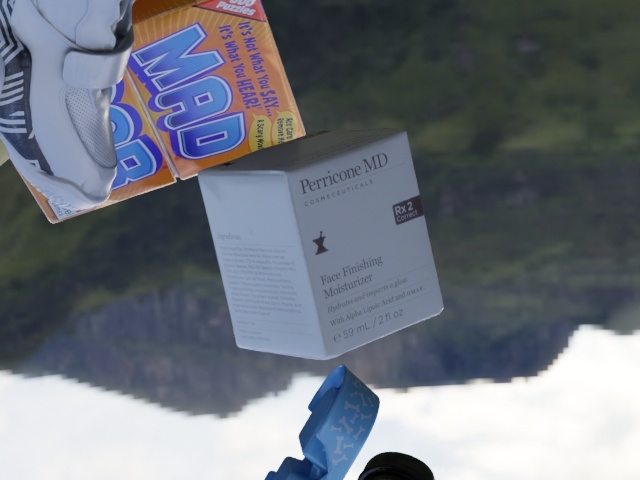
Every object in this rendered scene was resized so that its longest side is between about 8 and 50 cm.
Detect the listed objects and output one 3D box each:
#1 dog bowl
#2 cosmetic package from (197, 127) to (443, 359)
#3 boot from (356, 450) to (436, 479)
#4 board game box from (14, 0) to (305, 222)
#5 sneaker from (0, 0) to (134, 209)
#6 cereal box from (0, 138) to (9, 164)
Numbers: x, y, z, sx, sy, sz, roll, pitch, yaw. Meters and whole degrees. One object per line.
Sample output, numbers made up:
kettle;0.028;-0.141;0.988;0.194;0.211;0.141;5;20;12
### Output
dog bowl;-0.011;0.324;2.638;0.074;0.297;0.166;30;-175;-8
cosmetic package;0.000;0.000;1.744;0.151;0.183;0.151;-21;-165;-34
boot;0.053;0.444;2.134;0.131;0.348;0.260;2;-158;16
board game box;-0.263;-0.302;2.312;0.356;0.356;0.356;-19;-119;1
sneaker;-0.176;-0.198;1.524;0.210;0.366;0.137;-6;-155;14
cereal box;-0.386;-0.153;1.654;0.240;0.173;0.047;10;-136;46
